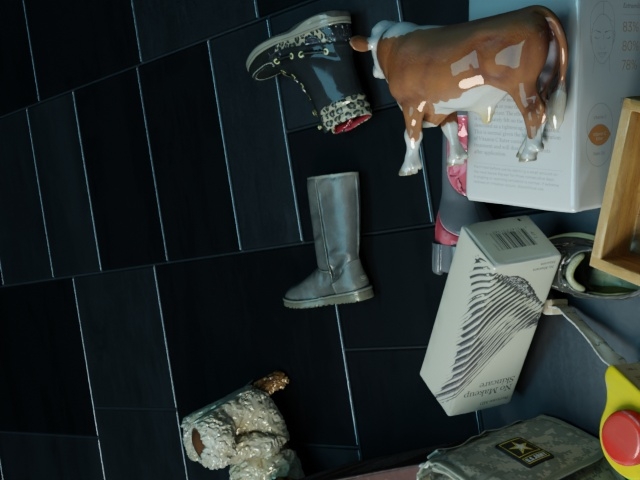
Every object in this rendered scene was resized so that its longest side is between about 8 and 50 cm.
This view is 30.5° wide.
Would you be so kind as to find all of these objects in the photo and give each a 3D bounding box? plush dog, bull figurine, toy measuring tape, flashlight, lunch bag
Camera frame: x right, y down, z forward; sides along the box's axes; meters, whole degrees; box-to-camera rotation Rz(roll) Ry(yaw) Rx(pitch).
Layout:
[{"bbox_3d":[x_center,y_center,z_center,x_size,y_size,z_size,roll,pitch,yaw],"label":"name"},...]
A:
[{"bbox_3d":[-0.106,0.371,2.043,0.225,0.210,0.262,62,165,0],"label":"plush dog"},{"bbox_3d":[0.156,-0.179,1.361,0.310,0.101,0.188,-2,99,52],"label":"bull figurine"},{"bbox_3d":[0.377,0.210,1.508,0.330,0.121,0.121,49,130,43],"label":"toy measuring tape"},{"bbox_3d":[0.207,-0.103,1.639,0.103,0.103,0.304,5,100,20],"label":"flashlight"},{"bbox_3d":[0.286,0.366,1.533,0.287,0.235,0.169,57,139,23],"label":"lunch bag"}]

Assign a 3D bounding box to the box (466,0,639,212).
[{"bbox_3d":[0.307,-0.221,1.417,0.168,0.215,0.345,11,105,47],"label":"box"}]

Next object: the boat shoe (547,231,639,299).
[{"bbox_3d":[0.346,0.035,1.528,0.223,0.073,0.080,7,103,47],"label":"boat shoe"}]

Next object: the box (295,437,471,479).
[{"bbox_3d":[0.107,0.400,1.773,0.381,0.191,0.143,-26,78,48],"label":"box"}]

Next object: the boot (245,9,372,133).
[{"bbox_3d":[-0.020,-0.248,1.872,0.236,0.085,0.179,-21,84,47],"label":"boot"}]

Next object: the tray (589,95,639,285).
[{"bbox_3d":[0.483,-0.006,1.217,0.411,0.076,0.203,26,116,45],"label":"tray"}]

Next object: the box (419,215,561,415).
[{"bbox_3d":[0.227,0.105,1.596,0.094,0.113,0.275,-124,33,-44],"label":"box"}]

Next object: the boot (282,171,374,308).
[{"bbox_3d":[0.000,0.000,1.902,0.189,0.076,0.208,-11,96,34],"label":"boot"}]
